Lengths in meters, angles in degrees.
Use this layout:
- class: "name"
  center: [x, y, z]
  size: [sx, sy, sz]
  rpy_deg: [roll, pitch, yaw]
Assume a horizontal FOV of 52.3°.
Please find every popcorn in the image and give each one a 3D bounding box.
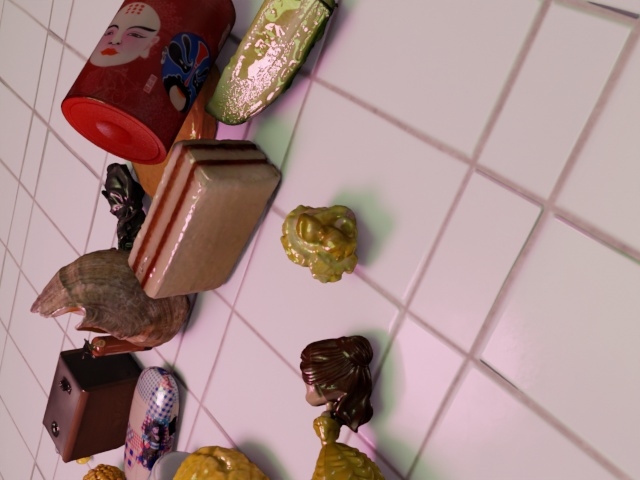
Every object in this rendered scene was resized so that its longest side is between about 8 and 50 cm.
- class: "popcorn"
  center: [0.000, 0.000, 1.086]
  size: [0.145, 0.126, 0.126]
  rpy_deg: [-113, 35, -44]
- class: "popcorn"
  center: [-0.185, 0.511, 1.268]
  size: [0.203, 0.226, 0.200]
  rpy_deg: [81, -171, -48]

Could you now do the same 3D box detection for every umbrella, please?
- class: "umbrella"
  center: [-0.451, -0.079, 1.537]
  size: [0.110, 0.122, 0.272]
  rpy_deg: [-27, 61, 2]

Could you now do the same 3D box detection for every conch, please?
- class: "conch"
  center: [-0.445, 0.107, 1.379]
  size: [0.297, 0.352, 0.209]
  rpy_deg: [1, 74, 10]

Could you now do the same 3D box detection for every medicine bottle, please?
- class: "medicine bottle"
  center: [-0.322, 0.558, 1.412]
  size: [0.135, 0.135, 0.168]
  rpy_deg: [45, 121, 34]

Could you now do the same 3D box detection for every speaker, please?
- class: "speaker"
  center: [-0.554, 0.393, 1.591]
  size: [0.153, 0.193, 0.230]
  rpy_deg: [40, 119, 35]

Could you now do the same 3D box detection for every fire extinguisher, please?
- class: "fire extinguisher"
  center: [-0.477, 0.245, 1.520]
  size: [0.062, 0.177, 0.050]
  rpy_deg: [52, 124, 31]

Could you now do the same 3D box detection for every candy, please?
- class: "candy"
  center: [-0.231, -0.039, 1.268]
  size: [0.135, 0.180, 0.320]
  rpy_deg: [49, 123, 32]

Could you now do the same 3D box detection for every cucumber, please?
- class: "cucumber"
  center: [-0.090, -0.338, 1.179]
  size: [0.145, 0.105, 0.325]
  rpy_deg: [43, 123, 4]

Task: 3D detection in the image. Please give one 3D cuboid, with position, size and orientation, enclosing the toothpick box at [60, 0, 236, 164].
- class: "toothpick box"
  center: [-0.313, -0.334, 1.224]
  size: [0.204, 0.204, 0.333]
  rpy_deg: [-3, 59, 44]

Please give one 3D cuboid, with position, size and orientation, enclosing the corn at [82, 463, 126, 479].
- class: "corn"
  center: [-0.444, 0.676, 1.537]
  size: [0.387, 0.144, 0.143]
  rpy_deg: [33, 114, 44]

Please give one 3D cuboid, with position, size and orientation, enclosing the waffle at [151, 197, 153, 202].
- class: "waffle"
  center: [-0.346, -0.026, 1.490]
  size: [0.191, 0.032, 0.125]
  rpy_deg: [21, 108, 44]

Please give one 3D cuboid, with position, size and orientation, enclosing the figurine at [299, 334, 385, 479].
- class: "figurine"
  center: [0.027, 0.316, 1.053]
  size: [0.168, 0.188, 0.315]
  rpy_deg: [-31, 62, 45]

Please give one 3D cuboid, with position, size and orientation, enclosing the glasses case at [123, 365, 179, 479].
- class: "glasses case"
  center: [-0.396, 0.449, 1.519]
  size: [0.125, 0.076, 0.327]
  rpy_deg: [25, 109, 39]

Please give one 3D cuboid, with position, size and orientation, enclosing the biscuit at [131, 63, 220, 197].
- class: "biscuit"
  center: [-0.342, -0.267, 1.456]
  size: [0.312, 0.057, 0.351]
  rpy_deg: [47, 122, 32]

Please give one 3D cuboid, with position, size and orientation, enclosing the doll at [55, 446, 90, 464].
- class: "doll"
  center: [-0.674, 0.490, 1.779]
  size: [0.135, 0.099, 0.240]
  rpy_deg: [-168, 80, -67]

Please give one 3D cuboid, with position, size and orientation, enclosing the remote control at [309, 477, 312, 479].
- class: "remote control"
  center: [0.022, 0.471, 1.152]
  size: [0.053, 0.018, 0.124]
  rpy_deg: [-51, 58, 32]
